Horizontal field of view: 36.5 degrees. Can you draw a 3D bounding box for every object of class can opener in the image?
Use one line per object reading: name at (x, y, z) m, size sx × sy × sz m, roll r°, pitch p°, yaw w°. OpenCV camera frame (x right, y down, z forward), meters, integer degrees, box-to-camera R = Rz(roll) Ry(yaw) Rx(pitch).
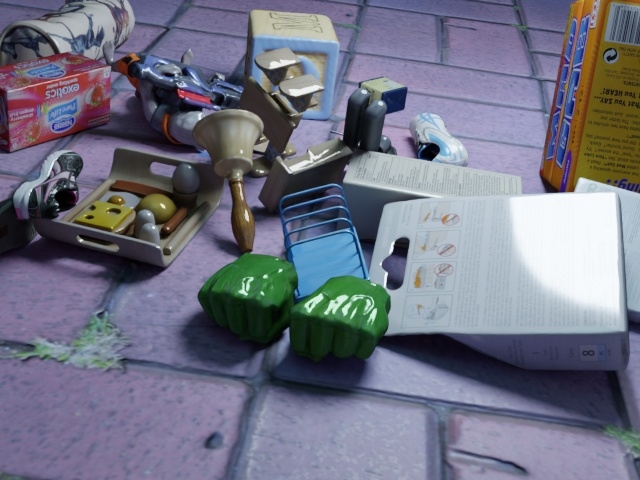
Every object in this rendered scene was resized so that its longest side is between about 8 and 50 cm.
can opener at (0.091, -0.204, 1.813) m, size 0.076 × 0.283 × 0.095 m, roll 37°, pitch 71°, yaw 12°

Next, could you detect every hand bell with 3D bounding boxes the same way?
hand bell at (-0.143, -0.088, 1.652) m, size 0.126 × 0.126 × 0.242 m, roll -2°, pitch 63°, yaw -16°

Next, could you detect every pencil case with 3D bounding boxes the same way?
pencil case at (-0.587, -0.466, 2.230) m, size 0.183 × 0.160 × 0.410 m, roll 3°, pitch 27°, yaw 13°

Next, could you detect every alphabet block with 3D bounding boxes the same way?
alphabet block at (-0.071, -0.397, 2.191) m, size 0.193 × 0.192 × 0.197 m, roll 4°, pitch 30°, yaw -9°

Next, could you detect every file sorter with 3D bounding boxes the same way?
file sorter at (0.000, 0.000, 1.535) m, size 0.118 × 0.104 × 0.170 m, roll -15°, pitch 30°, yaw 1°

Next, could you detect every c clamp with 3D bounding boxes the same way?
c clamp at (0.095, -0.183, 2.014) m, size 0.137 × 0.022 × 0.161 m, roll 7°, pitch 27°, yaw -11°

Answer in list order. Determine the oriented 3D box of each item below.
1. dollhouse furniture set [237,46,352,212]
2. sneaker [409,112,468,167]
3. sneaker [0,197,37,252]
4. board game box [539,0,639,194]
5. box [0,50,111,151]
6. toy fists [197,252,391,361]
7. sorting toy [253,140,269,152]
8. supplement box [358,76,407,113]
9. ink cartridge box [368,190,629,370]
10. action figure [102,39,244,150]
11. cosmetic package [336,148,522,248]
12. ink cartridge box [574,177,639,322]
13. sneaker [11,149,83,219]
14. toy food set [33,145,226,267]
dollhouse furniture set at (-0.087, -0.192, 1.796) m, size 0.161 × 0.212 × 0.242 m, roll -24°, pitch 64°, yaw -39°
sneaker at (0.227, -0.204, 2.016) m, size 0.086 × 0.085 × 0.237 m, roll -9°, pitch 28°, yaw -13°
sneaker at (-0.536, -0.027, 1.519) m, size 0.118 × 0.083 × 0.222 m, roll 12°, pitch 26°, yaw 20°
board game box at (0.638, -0.251, 1.819) m, size 0.356 × 0.356 × 0.356 m, roll 9°, pitch 11°, yaw 3°
box at (-0.551, -0.281, 1.930) m, size 0.122 × 0.128 × 0.257 m, roll 25°, pitch 33°, yaw 30°
toy fists at (-0.040, 0.100, 1.390) m, size 0.279 × 0.096 × 0.142 m, roll 15°, pitch 21°, yaw 17°
sorting toy at (-0.126, -0.202, 2.002) m, size 0.062 × 0.012 × 0.083 m, roll 9°, pitch 32°, yaw 14°
supplement box at (0.143, -0.338, 2.266) m, size 0.083 × 0.056 × 0.083 m, roll -20°, pitch 38°, yaw -40°
ink cartridge box at (0.270, 0.059, 1.499) m, size 0.385 × 0.091 × 0.308 m, roll -3°, pitch 42°, yaw 17°
action figure at (-0.283, -0.293, 2.038) m, size 0.341 × 0.178 × 0.330 m, roll 15°, pitch 28°, yaw -35°
cosmetic package at (0.194, -0.061, 1.715) m, size 0.309 × 0.113 × 0.160 m, roll 10°, pitch 28°, yaw 7°
ink cartridge box at (0.501, 0.021, 1.592) m, size 0.224 × 0.045 × 0.223 m, roll 17°, pitch 64°, yaw 19°
sneaker at (-0.413, -0.079, 1.542) m, size 0.077 × 0.072 × 0.178 m, roll 12°, pitch 38°, yaw 9°
toy food set at (-0.311, -0.070, 1.637) m, size 0.219 × 0.092 × 0.306 m, roll 13°, pitch 29°, yaw 10°
